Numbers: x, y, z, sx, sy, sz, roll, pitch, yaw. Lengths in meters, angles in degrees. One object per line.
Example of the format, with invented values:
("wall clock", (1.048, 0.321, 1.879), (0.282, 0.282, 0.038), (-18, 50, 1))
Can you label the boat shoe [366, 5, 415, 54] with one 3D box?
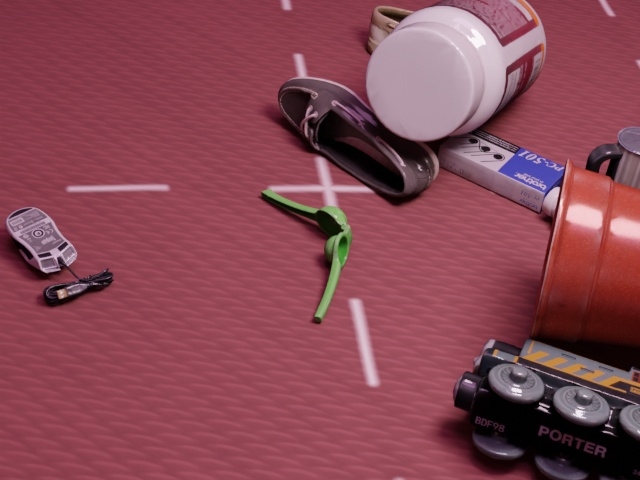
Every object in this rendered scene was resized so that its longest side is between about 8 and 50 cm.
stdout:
("boat shoe", (0.244, -0.398, 2.444), (0.302, 0.098, 0.109), (9, 39, 1))

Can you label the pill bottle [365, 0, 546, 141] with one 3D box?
("pill bottle", (0.236, -0.306, 2.168), (0.224, 0.224, 0.392), (23, 26, 17))

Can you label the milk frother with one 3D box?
("milk frother", (0.523, -0.092, 2.095), (0.129, 0.135, 0.143), (-14, 44, -24))

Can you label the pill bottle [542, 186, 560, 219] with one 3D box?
("pill bottle", (0.428, -0.038, 2.066), (0.067, 0.067, 0.120), (-28, 51, -35))

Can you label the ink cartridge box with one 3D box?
("ink cartridge box", (0.315, -0.128, 2.173), (0.207, 0.046, 0.097), (28, 44, 23))

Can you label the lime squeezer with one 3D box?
("lime squeezer", (0.000, 0.000, 1.957), (0.109, 0.059, 0.310), (-6, 42, -17))

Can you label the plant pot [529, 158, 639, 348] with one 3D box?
("plant pot", (0.453, 0.043, 1.778), (0.265, 0.272, 0.272), (12, 39, 9))

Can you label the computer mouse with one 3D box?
("computer mouse", (-0.403, 0.022, 1.876), (0.106, 0.042, 0.193), (-27, 56, -29))

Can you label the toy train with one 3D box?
("toy train", (0.349, 0.231, 1.686), (0.333, 0.142, 0.190), (17, 28, 14))

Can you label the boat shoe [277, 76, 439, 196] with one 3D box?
("boat shoe", (0.047, -0.180, 2.140), (0.335, 0.112, 0.095), (32, 40, 21))
